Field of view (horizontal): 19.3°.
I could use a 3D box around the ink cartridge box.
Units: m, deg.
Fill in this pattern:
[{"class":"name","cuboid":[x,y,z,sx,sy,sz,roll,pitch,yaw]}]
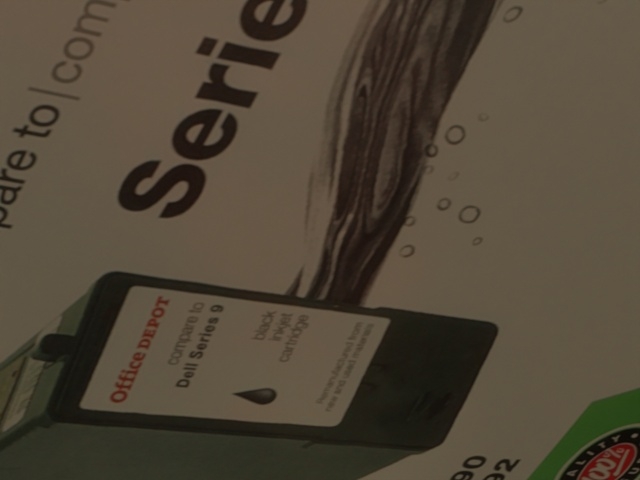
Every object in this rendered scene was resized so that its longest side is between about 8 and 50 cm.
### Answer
[{"class":"ink cartridge box","cuboid":[-0.006,-0.036,0.416,0.211,0.289,0.121,-58,-140,32]}]
